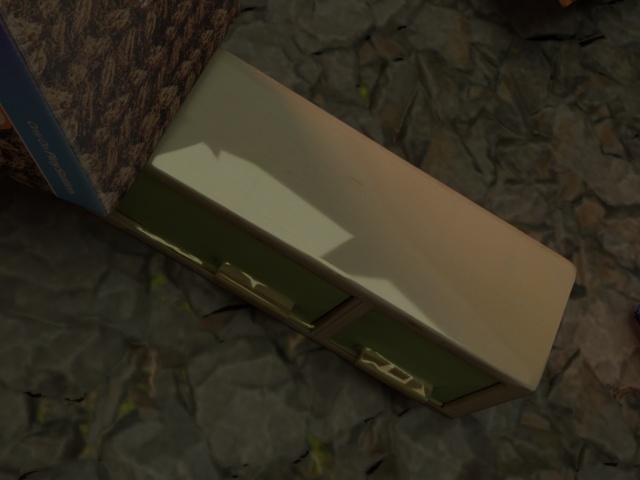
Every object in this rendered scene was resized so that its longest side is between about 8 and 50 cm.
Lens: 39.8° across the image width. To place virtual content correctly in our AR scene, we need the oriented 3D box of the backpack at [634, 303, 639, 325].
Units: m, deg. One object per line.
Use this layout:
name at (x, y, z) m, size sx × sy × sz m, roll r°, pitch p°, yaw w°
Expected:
backpack at (0.281, 0.086, 0.587) m, size 0.098 × 0.101 × 0.120 m, roll -9°, pitch 77°, yaw -16°

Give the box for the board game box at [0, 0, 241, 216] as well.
board game box at (-0.207, -0.167, 0.373) m, size 0.291 × 0.232 × 0.141 m, roll 19°, pitch 64°, yaw 15°

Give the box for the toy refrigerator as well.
toy refrigerator at (0.000, 0.000, 0.513) m, size 0.269 × 0.102 × 0.094 m, roll 30°, pitch 63°, yaw -8°

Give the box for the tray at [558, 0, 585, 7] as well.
tray at (0.149, -0.384, 0.670) m, size 0.203 × 0.076 × 0.411 m, roll -28°, pitch 90°, yaw -47°
